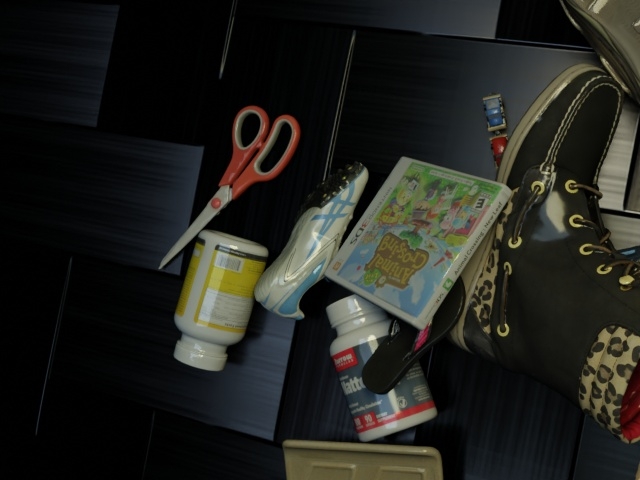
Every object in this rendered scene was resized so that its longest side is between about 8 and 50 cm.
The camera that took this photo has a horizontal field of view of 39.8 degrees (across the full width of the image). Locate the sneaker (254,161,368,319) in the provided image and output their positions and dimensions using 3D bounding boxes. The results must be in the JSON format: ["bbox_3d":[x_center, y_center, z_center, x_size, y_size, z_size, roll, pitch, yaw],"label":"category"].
[{"bbox_3d":[0.000,0.000,1.213,0.086,0.085,0.237,33,90,-20],"label":"sneaker"}]

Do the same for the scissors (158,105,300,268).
[{"bbox_3d":[-0.133,-0.062,1.291,0.109,0.021,0.297,32,96,19],"label":"scissors"}]

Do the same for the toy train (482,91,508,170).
[{"bbox_3d":[0.233,-0.117,1.144,0.027,0.036,0.158,-12,81,20],"label":"toy train"}]

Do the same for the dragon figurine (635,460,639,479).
[{"bbox_3d":[0.431,0.284,1.009,0.085,0.144,0.289,-44,53,15],"label":"dragon figurine"}]

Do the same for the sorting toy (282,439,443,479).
[{"bbox_3d":[0.017,0.363,1.166,0.307,0.041,0.229,-2,104,21],"label":"sorting toy"}]

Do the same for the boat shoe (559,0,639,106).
[{"bbox_3d":[0.403,-0.227,1.040,0.132,0.130,0.355,-36,94,10],"label":"boat shoe"}]

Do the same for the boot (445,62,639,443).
[{"bbox_3d":[0.310,0.010,0.987,0.284,0.138,0.377,37,105,52],"label":"boot"}]

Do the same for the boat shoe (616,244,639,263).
[{"bbox_3d":[0.437,-0.009,1.021,0.258,0.109,0.089,-29,73,15],"label":"boat shoe"}]

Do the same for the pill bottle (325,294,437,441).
[{"bbox_3d":[0.072,0.160,1.148,0.108,0.108,0.180,-24,77,18],"label":"pill bottle"}]

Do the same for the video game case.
[{"bbox_3d":[0.112,-0.006,1.089,0.193,0.023,0.212,-56,32,-5],"label":"video game case"}]

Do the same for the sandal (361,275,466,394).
[{"bbox_3d":[0.109,0.107,1.060,0.179,0.040,0.067,-51,43,1],"label":"sandal"}]

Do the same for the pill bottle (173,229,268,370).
[{"bbox_3d":[-0.145,0.084,1.240,0.103,0.103,0.184,18,92,22],"label":"pill bottle"}]
